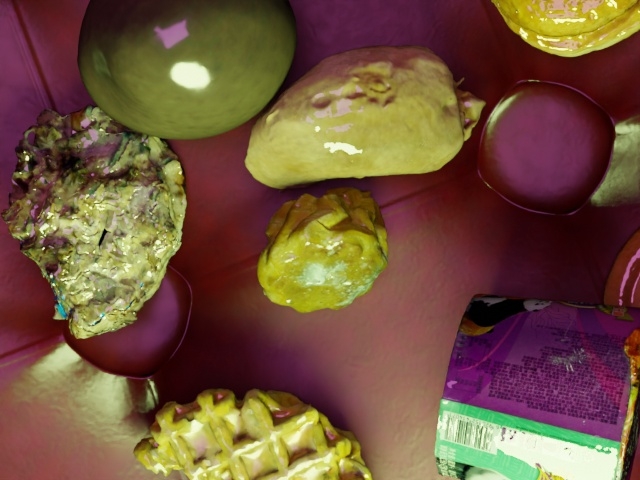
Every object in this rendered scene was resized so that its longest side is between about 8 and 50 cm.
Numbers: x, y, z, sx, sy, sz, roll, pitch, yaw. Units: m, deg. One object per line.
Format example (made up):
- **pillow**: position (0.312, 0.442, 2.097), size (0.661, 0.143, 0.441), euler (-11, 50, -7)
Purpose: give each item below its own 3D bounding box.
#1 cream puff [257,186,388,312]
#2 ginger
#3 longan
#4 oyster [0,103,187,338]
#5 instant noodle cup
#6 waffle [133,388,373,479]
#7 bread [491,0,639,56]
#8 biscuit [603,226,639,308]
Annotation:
- **cream puff**: position (0.000, 0.000, 1.727), size (0.146, 0.146, 0.116), euler (-14, 49, 6)
- **ginger**: position (0.046, -0.131, 1.710), size (0.267, 0.152, 0.138), euler (-11, 79, 2)
- **longan**: position (-0.142, -0.208, 1.674), size (0.248, 0.248, 0.248), euler (0, 89, 6)
- **oyster**: position (-0.250, -0.022, 1.765), size (0.198, 0.092, 0.260), euler (7, 87, 2)
- **instant noodle cup**: position (0.230, 0.167, 1.642), size (0.190, 0.251, 0.251), euler (11, 90, 14)
- **waffle**: position (-0.069, 0.314, 1.707), size (0.261, 0.151, 0.324), euler (-3, 92, 1)
- **bread**: position (0.260, -0.314, 1.694), size (0.198, 0.120, 0.236), euler (-28, 89, 17)
- **biscuit**: position (0.415, 0.031, 1.720), size (0.224, 0.033, 0.145), euler (-4, 89, 5)
